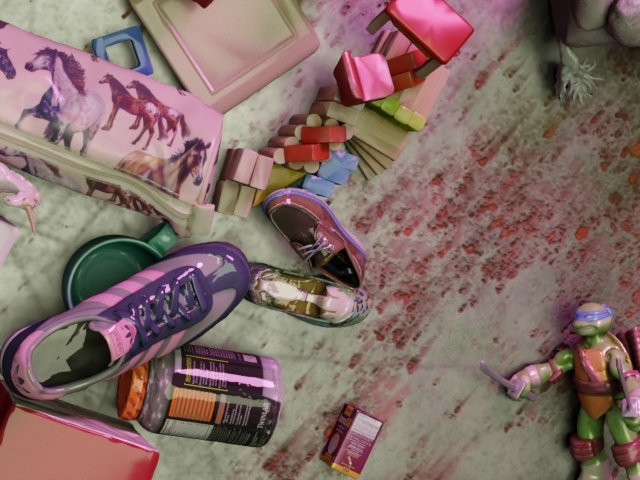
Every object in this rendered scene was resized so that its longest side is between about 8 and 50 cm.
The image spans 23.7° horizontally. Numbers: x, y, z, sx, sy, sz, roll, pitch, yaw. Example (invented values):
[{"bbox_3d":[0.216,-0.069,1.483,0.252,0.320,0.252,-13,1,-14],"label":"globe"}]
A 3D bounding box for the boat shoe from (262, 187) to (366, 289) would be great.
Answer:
[{"bbox_3d":[0.000,0.000,1.922,0.066,0.066,0.183,-37,130,23],"label":"boat shoe"}]

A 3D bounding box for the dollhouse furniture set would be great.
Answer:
[{"bbox_3d":[-0.005,-0.312,1.810,0.374,0.152,0.201,41,73,-6],"label":"dollhouse furniture set"}]

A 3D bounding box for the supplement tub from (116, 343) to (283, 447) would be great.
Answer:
[{"bbox_3d":[-0.151,0.189,1.901,0.190,0.117,0.117,11,91,-17],"label":"supplement tub"}]

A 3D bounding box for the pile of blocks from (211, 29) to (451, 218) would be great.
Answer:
[{"bbox_3d":[0.029,-0.126,1.932,0.362,0.112,0.149,-38,103,-10],"label":"pile of blocks"}]

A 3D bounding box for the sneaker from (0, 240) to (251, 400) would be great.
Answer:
[{"bbox_3d":[-0.213,0.101,1.764,0.319,0.131,0.112,-28,101,-13],"label":"sneaker"}]

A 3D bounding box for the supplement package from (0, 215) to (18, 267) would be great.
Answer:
[{"bbox_3d":[-0.519,-0.003,1.744,0.293,0.177,0.175,26,87,-16],"label":"supplement package"}]

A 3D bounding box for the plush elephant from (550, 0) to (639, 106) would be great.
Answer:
[{"bbox_3d":[0.436,-0.327,1.966,0.255,0.272,0.330,-6,125,-3],"label":"plush elephant"}]

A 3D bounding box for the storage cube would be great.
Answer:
[{"bbox_3d":[-0.326,0.296,1.822,0.215,0.183,0.193,22,87,-17],"label":"storage cube"}]

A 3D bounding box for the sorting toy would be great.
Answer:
[{"bbox_3d":[-0.120,-0.276,1.912,0.347,0.047,0.196,-35,107,-11],"label":"sorting toy"}]

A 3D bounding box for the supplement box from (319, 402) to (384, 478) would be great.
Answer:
[{"bbox_3d":[0.041,0.262,1.996,0.043,0.055,0.083,26,86,-17],"label":"supplement box"}]

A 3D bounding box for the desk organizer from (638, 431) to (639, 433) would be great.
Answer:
[{"bbox_3d":[0.479,0.258,2.128,0.130,0.050,0.047,17,89,-17],"label":"desk organizer"}]

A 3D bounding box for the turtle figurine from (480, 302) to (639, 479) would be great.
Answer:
[{"bbox_3d":[0.341,0.234,2.015,0.197,0.275,0.266,-11,104,19],"label":"turtle figurine"}]

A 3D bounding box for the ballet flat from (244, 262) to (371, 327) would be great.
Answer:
[{"bbox_3d":[-0.016,0.075,1.960,0.188,0.070,0.070,11,91,-17],"label":"ballet flat"}]

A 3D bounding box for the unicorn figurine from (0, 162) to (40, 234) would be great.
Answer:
[{"bbox_3d":[-0.380,-0.069,1.724,0.111,0.162,0.060,25,89,-29],"label":"unicorn figurine"}]

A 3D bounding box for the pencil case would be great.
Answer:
[{"bbox_3d":[-0.303,-0.138,1.778,0.410,0.160,0.183,21,46,-10],"label":"pencil case"}]

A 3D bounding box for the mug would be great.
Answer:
[{"bbox_3d":[-0.239,0.053,1.874,0.157,0.097,0.129,-16,98,-16],"label":"mug"}]
